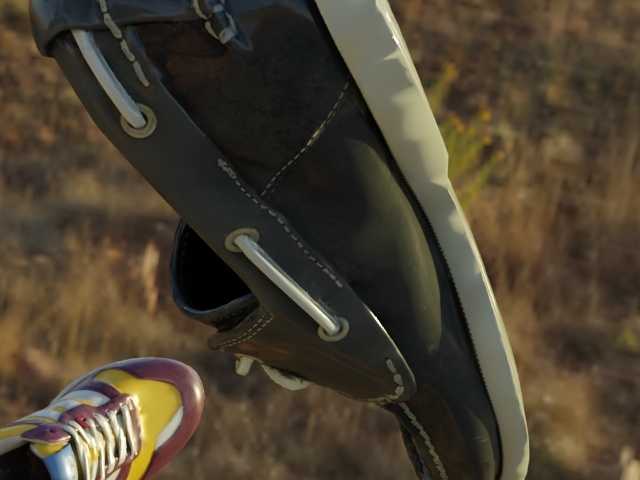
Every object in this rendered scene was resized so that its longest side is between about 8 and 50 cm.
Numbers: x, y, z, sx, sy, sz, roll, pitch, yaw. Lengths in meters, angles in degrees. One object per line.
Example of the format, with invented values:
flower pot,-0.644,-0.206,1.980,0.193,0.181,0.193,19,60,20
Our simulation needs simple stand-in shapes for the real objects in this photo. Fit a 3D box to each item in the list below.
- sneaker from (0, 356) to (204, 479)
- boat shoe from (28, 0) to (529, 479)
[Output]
sneaker,-0.127,0.112,0.953,0.185,0.070,0.084,-25,11,-29
boat shoe,0.000,0.000,0.484,0.079,0.233,0.084,-25,50,2
